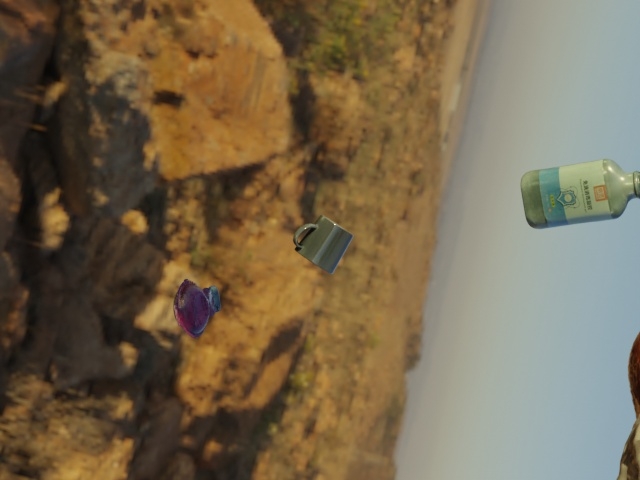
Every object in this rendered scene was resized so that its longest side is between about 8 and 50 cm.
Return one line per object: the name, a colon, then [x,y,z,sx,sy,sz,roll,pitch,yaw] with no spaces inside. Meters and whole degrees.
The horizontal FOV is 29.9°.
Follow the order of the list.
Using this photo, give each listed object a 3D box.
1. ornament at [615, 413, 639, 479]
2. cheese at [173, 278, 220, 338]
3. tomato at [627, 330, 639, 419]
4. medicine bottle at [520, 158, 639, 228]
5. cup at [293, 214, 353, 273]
ornament: [0.449,0.249,1.126,0.337,0.337,0.337,14,90,-83]
cheese: [-0.197,0.105,1.926,0.145,0.038,0.095,-20,99,-66]
tomato: [0.531,0.191,1.587,0.265,0.265,0.264,14,90,-83]
medicine bottle: [0.402,-0.072,1.764,0.054,0.209,0.090,-18,98,-65]
cup: [0.000,0.000,2.045,0.077,0.100,0.078,-57,-142,2]
